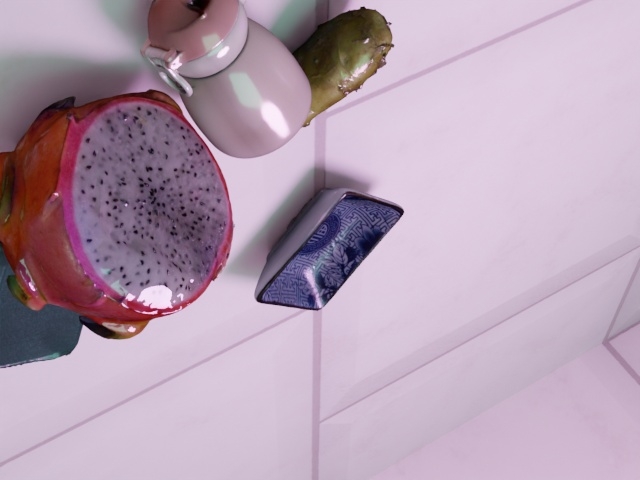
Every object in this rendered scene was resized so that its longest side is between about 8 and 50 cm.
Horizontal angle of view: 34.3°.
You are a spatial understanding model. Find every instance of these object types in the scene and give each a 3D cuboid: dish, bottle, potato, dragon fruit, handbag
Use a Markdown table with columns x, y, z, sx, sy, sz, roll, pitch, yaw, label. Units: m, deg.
| x | y | z | sx | sy | sz | roll | pitch | yaw | label |
| --- | --- | --- | --- | --- | --- | --- | --- | --- | --- |
| 0.000 | 0.000 | 1.697 | 0.243 | 0.080 | 0.182 | -51 | 148 | 18 | dish |
| -0.118 | -0.216 | 1.227 | 0.147 | 0.147 | 0.236 | -38 | 142 | 1 | bottle |
| 0.002 | -0.220 | 1.366 | 0.225 | 0.117 | 0.090 | -38 | 116 | 19 | potato |
| -0.261 | -0.026 | 1.226 | 0.189 | 0.291 | 0.290 | -16 | 165 | 37 | dragon fruit |
| -0.449 | 0.069 | 1.320 | 0.326 | 0.089 | 0.238 | -6 | 137 | -40 | handbag |
